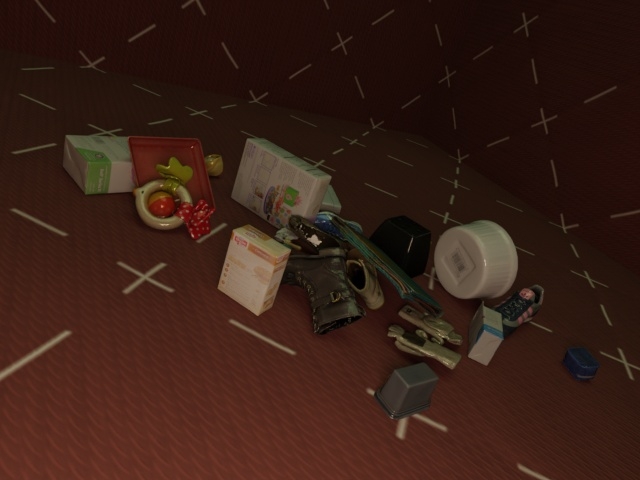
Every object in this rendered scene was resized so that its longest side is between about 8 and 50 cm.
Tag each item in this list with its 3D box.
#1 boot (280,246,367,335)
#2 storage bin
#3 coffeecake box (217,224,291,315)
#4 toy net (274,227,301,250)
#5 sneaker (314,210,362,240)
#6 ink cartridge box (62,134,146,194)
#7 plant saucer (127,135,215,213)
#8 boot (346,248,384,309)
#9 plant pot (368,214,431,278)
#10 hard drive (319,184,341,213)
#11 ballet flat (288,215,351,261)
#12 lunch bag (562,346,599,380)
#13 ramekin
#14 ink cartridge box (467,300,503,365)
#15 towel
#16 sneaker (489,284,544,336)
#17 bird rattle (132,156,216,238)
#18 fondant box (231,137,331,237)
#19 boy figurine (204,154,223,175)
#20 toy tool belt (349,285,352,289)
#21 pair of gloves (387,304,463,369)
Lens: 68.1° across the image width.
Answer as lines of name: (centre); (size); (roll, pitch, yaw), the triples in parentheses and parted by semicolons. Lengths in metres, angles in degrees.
boot: (-0.021, 0.145, 1.269); (0.263, 0.091, 0.228); (-18, 56, 13)
storage bin: (0.202, 0.334, 1.093); (0.135, 0.091, 0.098); (0, 33, -37)
coffeecake box: (-0.173, 0.075, 1.220); (0.142, 0.185, 0.068); (30, 28, 19)
toy net: (-0.121, 0.028, 1.514); (0.122, 0.045, 0.232); (9, 26, -16)
sneaker: (0.062, -0.049, 1.742); (0.211, 0.080, 0.081); (12, 24, -13)
ink cartridge box: (-0.649, -0.260, 1.608); (0.354, 0.119, 0.207); (-10, 40, -45)
plant saucer: (-0.491, -0.209, 1.554); (0.259, 0.258, 0.048); (-10, -5, -45)
boot: (0.112, 0.086, 1.393); (0.165, 0.077, 0.213); (47, 19, -54)
plant pot: (0.280, 0.016, 1.673); (0.187, 0.166, 0.188); (36, 31, 30)
hard drive: (-0.105, -0.210, 1.973); (0.353, 0.047, 0.233); (11, 27, -17)
ballet flat: (0.000, 0.000, 1.562); (0.250, 0.084, 0.058); (37, 1, 4)
lunch bag: (0.794, 0.378, 1.453); (0.067, 0.065, 0.098); (-1, 31, -7)
ramekin: (0.519, 0.071, 1.627); (0.135, 0.277, 0.277); (-5, 35, -29)
ink cartridge box: (0.486, 0.269, 1.400); (0.062, 0.104, 0.181); (24, 27, 8)
towel: (0.199, 0.079, 1.432); (0.271, 0.040, 0.370); (32, 11, -50)
sneaker: (0.643, 0.219, 1.574); (0.112, 0.131, 0.319); (38, 31, 31)
bird rattle: (-0.452, -0.109, 1.447); (0.207, 0.143, 0.253); (-23, 87, -23)
fondant box: (-0.149, -0.189, 1.686); (0.330, 0.238, 0.096); (33, 27, 25)
boy figurine: (-0.520, -0.312, 1.832); (0.285, 0.092, 0.177); (12, 24, -9)
toy tool belt: (0.071, 0.142, 1.431); (0.051, 0.052, 0.083); (-18, 22, 9)
pair of gloves: (0.298, 0.272, 1.335); (0.204, 0.042, 0.240); (22, 20, 16)
